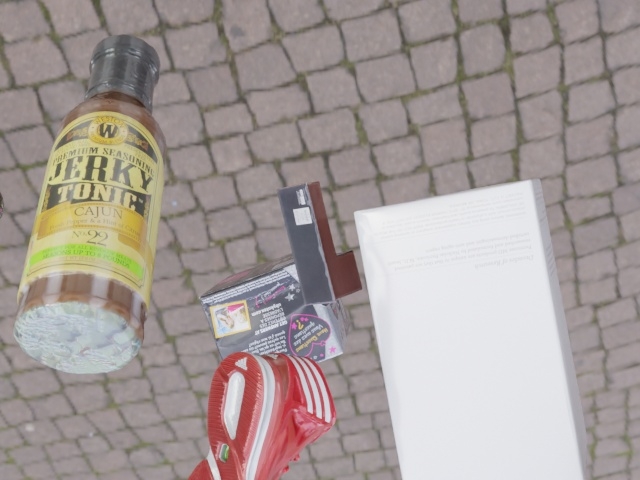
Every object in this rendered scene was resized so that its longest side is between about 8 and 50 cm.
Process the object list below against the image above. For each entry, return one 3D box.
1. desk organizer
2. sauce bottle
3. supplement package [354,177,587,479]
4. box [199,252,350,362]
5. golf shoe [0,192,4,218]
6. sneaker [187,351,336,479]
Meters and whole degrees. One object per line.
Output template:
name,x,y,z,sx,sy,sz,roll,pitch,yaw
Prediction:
desk organizer,0.000,0.000,1.049,0.047,0.130,0.050,-10,-174,43
sauce bottle,-0.199,-0.051,0.887,0.111,0.344,0.111,-2,142,-1
supplement package,0.159,0.095,0.986,0.175,0.177,0.293,-10,90,16
box,-0.054,0.103,1.378,0.163,0.247,0.142,-20,93,5
golf shoe,-0.413,-0.063,1.014,0.186,0.067,0.086,33,133,1
sneaker,-0.044,0.204,0.854,0.128,0.087,0.221,4,108,-46
